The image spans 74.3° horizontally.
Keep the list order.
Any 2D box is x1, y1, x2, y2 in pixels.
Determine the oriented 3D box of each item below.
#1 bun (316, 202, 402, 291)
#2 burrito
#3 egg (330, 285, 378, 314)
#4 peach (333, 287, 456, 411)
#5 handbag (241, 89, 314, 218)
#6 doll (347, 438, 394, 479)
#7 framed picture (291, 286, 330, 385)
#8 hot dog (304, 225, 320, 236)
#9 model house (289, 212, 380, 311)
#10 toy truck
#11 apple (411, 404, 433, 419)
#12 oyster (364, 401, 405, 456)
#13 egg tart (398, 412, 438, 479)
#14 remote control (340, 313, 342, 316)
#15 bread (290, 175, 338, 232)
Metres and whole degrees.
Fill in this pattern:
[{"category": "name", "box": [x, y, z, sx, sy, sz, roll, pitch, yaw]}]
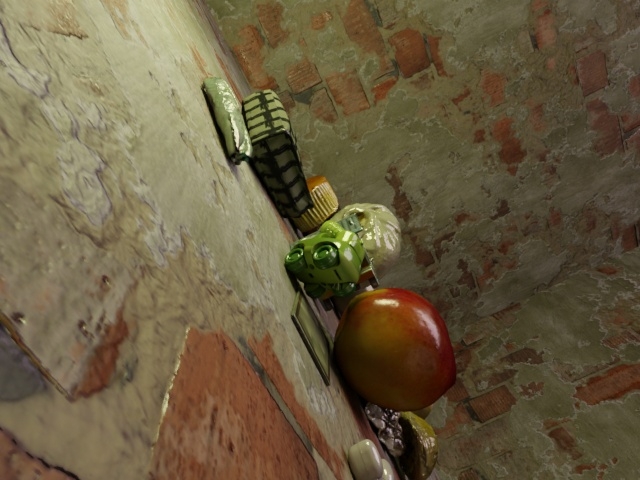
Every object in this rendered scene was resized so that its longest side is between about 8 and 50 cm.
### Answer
[{"category": "bun", "box": [0.113, 0.006, 1.524, 0.219, 0.365, 0.365, 56, 8, -37]}, {"category": "burrito", "box": [-0.228, -0.302, 1.059, 0.096, 0.066, 0.309, 48, 15, -57]}, {"category": "egg", "box": [0.125, 0.193, 1.650, 0.242, 0.185, 0.186, 64, 4, 25]}, {"category": "peach", "box": [0.196, 0.285, 1.104, 0.332, 0.308, 0.308, 32, 1, 6]}, {"category": "handbag", "box": [-0.145, -0.289, 1.420, 0.325, 0.162, 0.327, -109, 178, -48]}, {"category": "doll", "box": [0.100, 0.432, 0.716, 0.161, 0.059, 0.160, 62, 3, -39]}, {"category": "framed picture", "box": [-0.018, 0.207, 0.962, 0.173, 0.010, 0.231, 64, 4, -5]}, {"category": "hot dog", "box": [0.000, 0.001, 1.804, 0.194, 0.107, 0.326, 68, 0, -54]}, {"category": "model house", "box": [0.053, 0.059, 1.286, 0.198, 0.224, 0.215, -94, 158, -78]}, {"category": "toy truck", "box": [0.030, 0.038, 1.070, 0.187, 0.210, 0.148, 11, -39, 50]}, {"category": "apple", "box": [0.275, 0.539, 1.465, 0.119, 0.265, 0.194, 18, 66, -31]}, {"category": "oyster", "box": [0.193, 0.450, 1.283, 0.238, 0.114, 0.352, 63, 26, -47]}, {"category": "egg tart", "box": [0.298, 0.636, 1.313, 0.252, 0.098, 0.232, 101, -13, -60]}, {"category": "remote control", "box": [0.158, 0.345, 1.718, 0.277, 0.102, 0.055, 66, 6, 26]}, {"category": "bread", "box": [-0.044, -0.156, 1.645, 0.156, 0.204, 0.288, 55, 13, -13]}]
